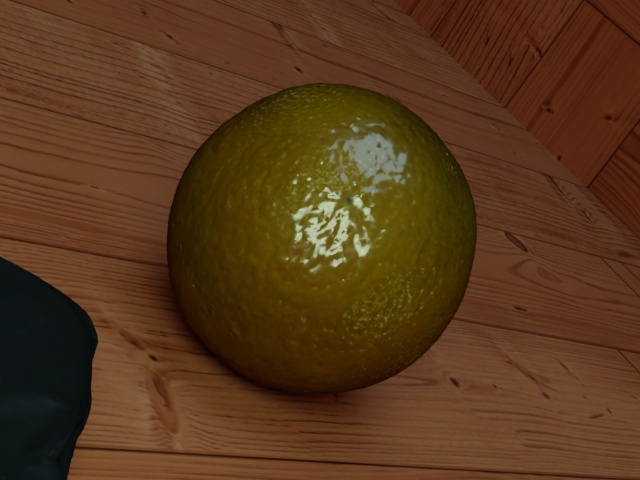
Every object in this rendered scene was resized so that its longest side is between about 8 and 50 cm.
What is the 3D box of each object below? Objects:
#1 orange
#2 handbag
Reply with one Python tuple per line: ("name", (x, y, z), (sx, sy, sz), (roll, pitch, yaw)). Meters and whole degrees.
("orange", (0.000, 0.000, 1.231), (0.274, 0.274, 0.274), (30, 20, -13))
("handbag", (-0.236, 0.098, 0.902), (0.192, 0.075, 0.332), (28, 22, -18))
